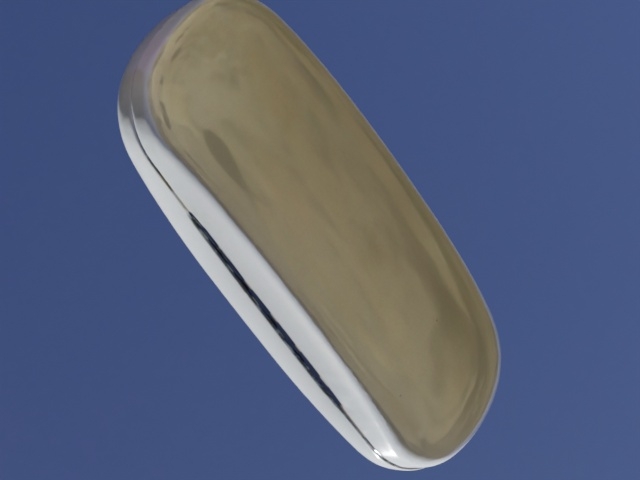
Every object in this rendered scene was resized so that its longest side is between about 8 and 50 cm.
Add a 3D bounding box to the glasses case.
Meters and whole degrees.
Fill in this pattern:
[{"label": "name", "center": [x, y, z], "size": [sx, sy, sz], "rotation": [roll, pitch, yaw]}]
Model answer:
[{"label": "glasses case", "center": [0.000, 0.000, 0.699], "size": [0.197, 0.049, 0.076], "rotation": [53, -126, -25]}]
